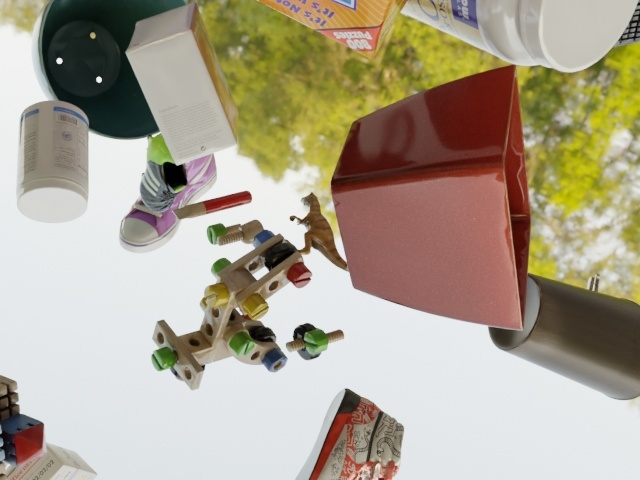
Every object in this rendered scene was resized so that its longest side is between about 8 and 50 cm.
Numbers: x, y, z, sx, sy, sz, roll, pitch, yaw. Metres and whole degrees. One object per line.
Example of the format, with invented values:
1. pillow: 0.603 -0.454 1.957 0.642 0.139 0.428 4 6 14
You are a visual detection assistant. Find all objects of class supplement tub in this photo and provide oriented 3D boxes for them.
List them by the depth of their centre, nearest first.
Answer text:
1. supplement tub: -0.267 -0.079 0.994 0.071 0.071 0.107 10 -123 -27
2. supplement tub: 0.258 -0.388 1.404 0.241 0.241 0.331 2 -155 -42

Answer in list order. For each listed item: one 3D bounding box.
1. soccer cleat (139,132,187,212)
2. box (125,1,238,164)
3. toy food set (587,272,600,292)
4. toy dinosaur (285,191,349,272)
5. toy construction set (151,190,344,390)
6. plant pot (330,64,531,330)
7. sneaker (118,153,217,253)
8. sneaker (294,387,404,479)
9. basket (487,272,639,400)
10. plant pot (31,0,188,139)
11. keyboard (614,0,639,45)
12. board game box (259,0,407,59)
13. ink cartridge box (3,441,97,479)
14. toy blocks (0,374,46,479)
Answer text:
1. soccer cleat: -0.228 -0.087 1.469 0.060 0.179 0.072 -27 -115 -26
2. box: -0.181 -0.212 1.340 0.091 0.170 0.130 -17 -151 6
3. toy food set: 0.486 0.119 1.818 0.019 0.122 0.078 9 -179 6
4. toy dinosaur: 0.000 0.000 1.694 0.112 0.064 0.211 -24 -117 -7
5. toy construction set: -0.164 0.087 1.567 0.237 0.257 0.309 -15 -106 -32
6. plant pot: 0.155 -0.057 1.365 0.235 0.267 0.267 -2 -145 16
7. sneaker: -0.293 -0.113 1.856 0.102 0.161 0.282 19 -131 15
8. sneaker: 0.045 0.393 1.651 0.145 0.270 0.090 31 154 -9
9. basket: 0.392 0.143 1.577 0.226 0.154 0.204 19 -160 -26
10. plant pot: -0.376 -0.321 1.724 0.290 0.290 0.195 6 -178 -35
11. keyboard: 0.594 -0.471 1.741 0.201 0.317 0.033 -16 -125 -5
12. board game box: 0.005 -0.490 1.041 0.356 0.356 0.356 28 156 4
13. ink cartridge box: -0.437 0.378 1.564 0.061 0.104 0.181 39 172 20
14. toy blocks: -0.502 0.264 1.249 0.260 0.191 0.381 11 -160 36
